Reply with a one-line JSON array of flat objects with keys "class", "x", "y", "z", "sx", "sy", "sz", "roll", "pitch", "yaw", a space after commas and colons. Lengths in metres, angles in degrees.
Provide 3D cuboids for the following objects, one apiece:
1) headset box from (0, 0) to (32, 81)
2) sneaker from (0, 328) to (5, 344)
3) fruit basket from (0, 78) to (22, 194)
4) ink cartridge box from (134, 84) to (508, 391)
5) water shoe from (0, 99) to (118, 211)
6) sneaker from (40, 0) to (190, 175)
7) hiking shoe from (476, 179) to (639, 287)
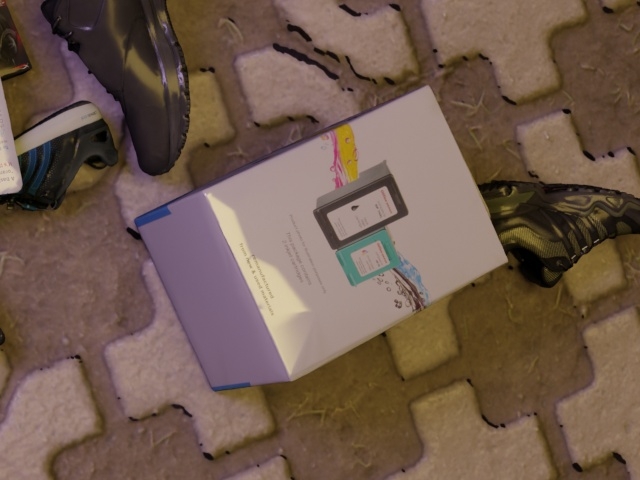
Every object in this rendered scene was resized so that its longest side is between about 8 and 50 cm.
[{"class": "headset box", "x": -0.324, "y": -0.192, "z": 1.677, "sx": 0.062, "sy": 0.032, "sz": 0.083, "roll": -23, "pitch": 95, "yaw": -26}, {"class": "sneaker", "x": -0.368, "y": 0.115, "z": 1.580, "sx": 0.162, "sy": 0.106, "sz": 0.281, "roll": 11, "pitch": 78, "yaw": -27}, {"class": "fruit basket", "x": -0.457, "y": -0.188, "z": 1.551, "sx": 0.327, "sy": 0.165, "sz": 0.353, "roll": -12, "pitch": 94, "yaw": -24}, {"class": "ink cartridge box", "x": 0.000, "y": 0.000, "z": 1.716, "sx": 0.270, "sy": 0.198, "sz": 0.197, "roll": -27, "pitch": 95, "yaw": -27}, {"class": "water shoe", "x": -0.280, "y": -0.058, "z": 1.660, "sx": 0.203, "sy": 0.073, "sz": 0.080, "roll": -34, "pitch": 101, "yaw": -24}, {"class": "sneaker", "x": -0.200, "y": -0.200, "z": 1.694, "sx": 0.130, "sy": 0.109, "sz": 0.286, "roll": -12, "pitch": 101, "yaw": -11}, {"class": "hiking shoe", "x": 0.264, "y": -0.005, "z": 1.918, "sx": 0.227, "sy": 0.086, "sz": 0.114, "roll": 4, "pitch": 96, "yaw": -19}]
